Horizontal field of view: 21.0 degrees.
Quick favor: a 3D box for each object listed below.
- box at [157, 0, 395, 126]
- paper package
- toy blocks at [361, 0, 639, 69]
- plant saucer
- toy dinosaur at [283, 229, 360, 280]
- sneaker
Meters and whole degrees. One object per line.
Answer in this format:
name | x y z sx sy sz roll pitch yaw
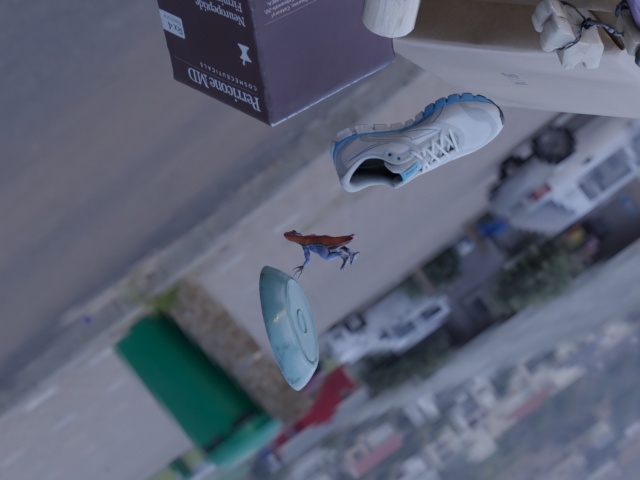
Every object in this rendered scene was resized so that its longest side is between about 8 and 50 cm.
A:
box | -0.050 -0.253 1.669 0.167 0.203 0.168 -31 -141 -29
paper package | 0.257 -0.254 1.926 0.309 0.168 0.325 9 175 28
toy blocks | 0.152 -0.324 1.285 0.288 0.309 0.260 -1 137 -12
plant saucer | -0.025 0.078 1.590 0.021 0.119 0.119 -16 180 12
toy dinosaur | 0.000 0.000 1.797 0.047 0.082 0.090 -41 157 -49
sneaker | 0.104 -0.091 1.806 0.190 0.071 0.083 -18 -145 11
